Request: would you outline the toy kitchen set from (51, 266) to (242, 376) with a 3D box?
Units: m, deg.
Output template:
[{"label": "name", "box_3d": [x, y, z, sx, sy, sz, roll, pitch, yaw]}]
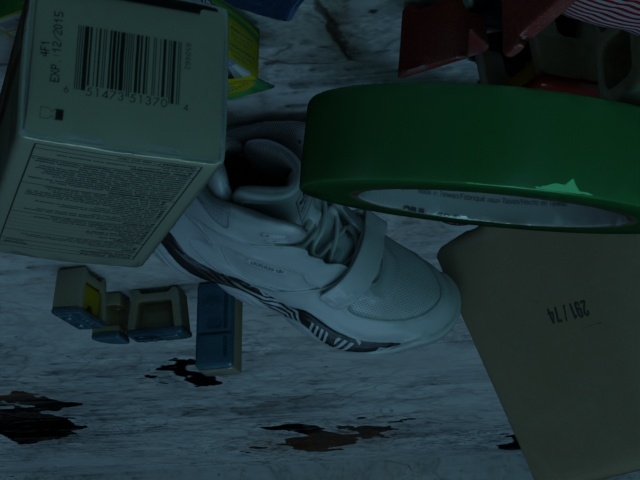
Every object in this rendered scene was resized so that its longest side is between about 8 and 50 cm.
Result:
[{"label": "toy kitchen set", "box_3d": [-0.226, 0.107, 1.747, 0.207, 0.122, 0.166, -6, 160, 14]}]

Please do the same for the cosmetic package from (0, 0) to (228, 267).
[{"label": "cosmetic package", "box_3d": [-0.181, -0.081, 1.054, 0.153, 0.129, 0.296, 7, 162, -19]}]

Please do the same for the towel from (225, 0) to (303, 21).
[{"label": "towel", "box_3d": [-0.028, -0.209, 1.007, 0.067, 0.029, 0.119, 10, 158, -25]}]

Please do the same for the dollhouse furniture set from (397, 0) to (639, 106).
[{"label": "dollhouse furniture set", "box_3d": [0.182, -0.156, 0.979, 0.201, 0.152, 0.374, 7, 159, -21]}]

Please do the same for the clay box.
[{"label": "clay box", "box_3d": [-0.146, -0.169, 1.077, 0.127, 0.053, 0.222, -11, 159, 30]}]

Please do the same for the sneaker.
[{"label": "sneaker", "box_3d": [0.000, 0.000, 1.352, 0.366, 0.137, 0.210, 22, 155, -9]}]

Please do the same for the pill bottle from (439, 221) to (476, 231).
[{"label": "pill bottle", "box_3d": [0.141, -0.064, 1.335, 0.086, 0.086, 0.152, -3, 160, 6]}]

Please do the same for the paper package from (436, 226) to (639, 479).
[{"label": "paper package", "box_3d": [0.319, 0.076, 1.372, 0.168, 0.309, 0.325, -18, 173, -34]}]

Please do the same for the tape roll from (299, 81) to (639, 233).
[{"label": "tape roll", "box_3d": [0.144, -0.062, 1.090, 0.321, 0.077, 0.321, 6, 177, 0]}]
